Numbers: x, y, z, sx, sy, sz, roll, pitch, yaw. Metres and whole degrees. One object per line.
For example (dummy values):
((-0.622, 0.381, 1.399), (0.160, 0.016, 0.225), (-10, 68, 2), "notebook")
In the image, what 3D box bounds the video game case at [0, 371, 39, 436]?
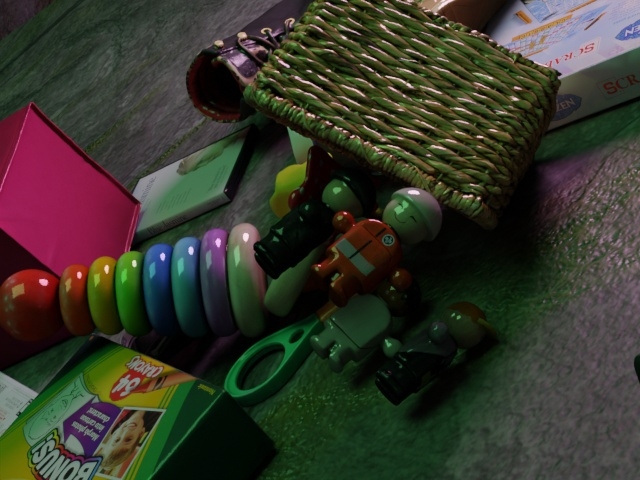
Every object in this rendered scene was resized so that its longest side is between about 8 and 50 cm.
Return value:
((-0.462, 0.301, 1.844), (0.244, 0.061, 0.269), (-47, 27, -18), "video game case")

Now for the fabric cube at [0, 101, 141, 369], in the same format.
((-0.466, 0.000, 2.073), (0.258, 0.259, 0.254), (-24, 37, 30), "fabric cube")

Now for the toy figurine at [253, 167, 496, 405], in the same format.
((0.058, 0.042, 1.418), (0.148, 0.209, 0.213), (-39, 24, -17), "toy figurine")

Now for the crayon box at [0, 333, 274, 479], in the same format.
((-0.264, 0.280, 1.573), (0.313, 0.106, 0.363), (-49, 28, -18), "crayon box")

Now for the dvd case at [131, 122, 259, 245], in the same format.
((-0.216, -0.082, 2.167), (0.253, 0.022, 0.180), (-23, 31, 31), "dvd case")

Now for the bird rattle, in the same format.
((0.000, 0.000, 1.630), (0.207, 0.143, 0.253), (-63, 7, 7), "bird rattle")

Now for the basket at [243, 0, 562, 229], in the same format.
((0.080, -0.116, 1.540), (0.223, 0.299, 0.213), (-57, -10, -30), "basket")

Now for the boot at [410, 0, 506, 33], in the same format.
((0.118, -0.324, 1.805), (0.203, 0.095, 0.262), (24, 60, 31), "boot")

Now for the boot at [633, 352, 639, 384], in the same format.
((0.489, 0.085, 0.895), (0.445, 0.146, 0.367), (-28, 46, -6), "boot")

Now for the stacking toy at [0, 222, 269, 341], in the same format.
((-0.233, 0.062, 1.689), (0.330, 0.141, 0.141), (-5, 33, 4), "stacking toy")

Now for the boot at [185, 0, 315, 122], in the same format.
((-0.027, -0.307, 2.048), (0.284, 0.138, 0.377), (-37, 12, -26), "boot")

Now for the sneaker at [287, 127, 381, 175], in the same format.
((0.074, -0.180, 1.874), (0.236, 0.130, 0.323), (-15, 14, 3), "sneaker")

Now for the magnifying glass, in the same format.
((-0.018, 0.109, 1.616), (0.231, 0.026, 0.092), (-38, 26, 1), "magnifying glass")

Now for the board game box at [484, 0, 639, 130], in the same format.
((0.340, -0.270, 1.696), (0.319, 0.066, 0.318), (-20, 32, 36), "board game box")

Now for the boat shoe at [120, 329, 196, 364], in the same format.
((-0.154, 0.087, 1.783), (0.219, 0.078, 0.070), (-42, 59, -16), "boat shoe")
